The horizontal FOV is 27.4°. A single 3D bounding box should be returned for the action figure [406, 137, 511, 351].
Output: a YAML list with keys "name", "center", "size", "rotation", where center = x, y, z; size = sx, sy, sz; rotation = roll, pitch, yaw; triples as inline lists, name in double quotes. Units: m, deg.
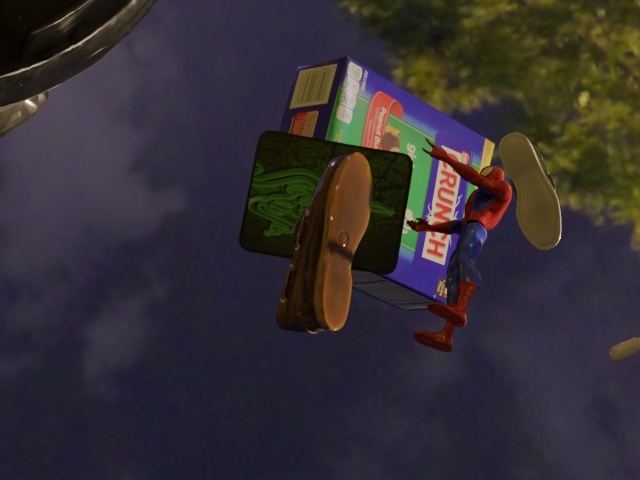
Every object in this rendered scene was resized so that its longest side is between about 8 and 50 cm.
- name: "action figure"
  center: [0.148, -0.011, 1.592]
  size: [0.139, 0.091, 0.280]
  rotation: [27, -131, 3]

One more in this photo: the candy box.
- name: "candy box"
  center: [0.082, -0.071, 1.874]
  size: [0.122, 0.317, 0.268]
  rotation: [-1, -110, 48]

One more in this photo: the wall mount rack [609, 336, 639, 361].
- name: "wall mount rack"
  center: [0.478, 0.153, 1.506]
  size: [0.130, 0.350, 0.304]
  rotation: [-12, -166, 41]

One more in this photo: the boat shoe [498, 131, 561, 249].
- name: "boat shoe"
  center: [0.213, -0.048, 1.313]
  size: [0.046, 0.038, 0.125]
  rotation: [-29, -111, 22]

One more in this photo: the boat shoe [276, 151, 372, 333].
- name: "boat shoe"
  center: [0.000, 0.000, 1.386]
  size: [0.073, 0.073, 0.207]
  rotation: [-5, -123, 36]

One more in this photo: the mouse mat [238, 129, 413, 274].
- name: "mouse mat"
  center: [0.008, -0.046, 1.553]
  size: [0.189, 0.007, 0.153]
  rotation: [9, -104, 2]

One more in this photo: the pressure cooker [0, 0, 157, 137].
- name: "pressure cooker"
  center: [-0.297, -0.243, 0.887]
  size: [0.370, 0.375, 0.420]
  rotation: [-52, -161, -14]
